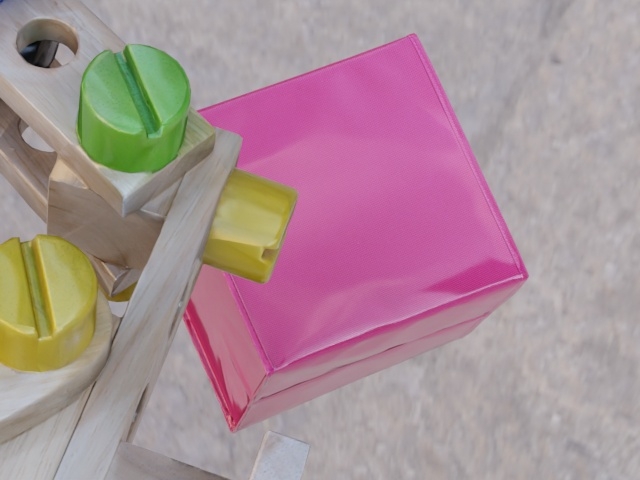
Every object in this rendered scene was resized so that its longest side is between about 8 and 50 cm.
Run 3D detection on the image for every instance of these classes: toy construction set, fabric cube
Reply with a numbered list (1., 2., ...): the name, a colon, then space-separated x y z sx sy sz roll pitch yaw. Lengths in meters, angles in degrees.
1. toy construction set: -0.067 0.001 0.563 0.237 0.309 0.257 22 33 9
2. fabric cube: 0.000 0.000 1.727 0.258 0.259 0.254 -22 79 -16
